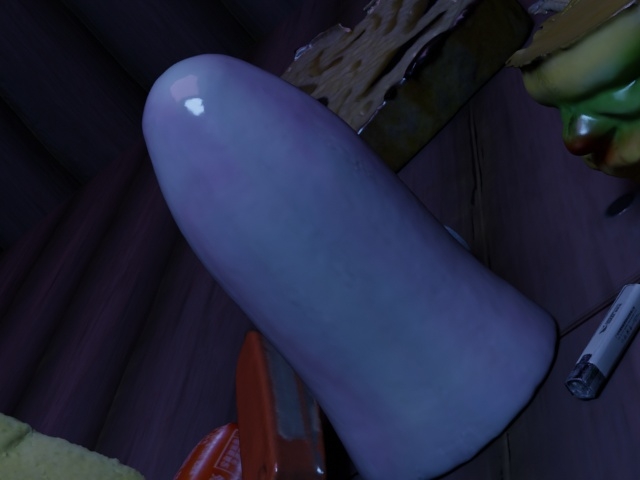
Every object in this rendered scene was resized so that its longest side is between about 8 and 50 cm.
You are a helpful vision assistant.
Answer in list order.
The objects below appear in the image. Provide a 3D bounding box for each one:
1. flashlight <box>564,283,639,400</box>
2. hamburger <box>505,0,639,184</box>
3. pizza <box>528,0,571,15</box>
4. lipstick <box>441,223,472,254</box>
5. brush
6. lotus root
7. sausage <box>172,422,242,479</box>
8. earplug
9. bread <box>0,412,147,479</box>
[{"bbox_3d":[0.177,0.062,0.880,0.018,0.018,0.083,-15,30,55],"label":"flashlight"},{"bbox_3d":[0.251,-0.125,0.972,0.237,0.149,0.237,-37,8,6],"label":"hamburger"},{"bbox_3d":[0.407,-0.328,1.226,0.392,0.080,0.435,-40,22,-15],"label":"pizza"},{"bbox_3d":[0.055,0.054,1.145,0.158,0.048,0.048,-46,16,-17],"label":"lipstick"},{"bbox_3d":[-0.033,0.126,1.048,0.323,0.051,0.070,-98,19,-59],"label":"brush"},{"bbox_3d":[0.062,-0.174,1.653,0.390,0.111,0.375,-28,22,31],"label":"lotus root"},{"bbox_3d":[-0.095,0.220,1.015,0.074,0.074,0.274,-31,18,34],"label":"sausage"},{"bbox_3d":[0.000,0.000,0.947,0.172,0.301,0.172,-38,15,12],"label":"earplug"},{"bbox_3d":[-0.290,0.251,0.985,0.263,0.236,0.198,-59,3,30],"label":"bread"}]
